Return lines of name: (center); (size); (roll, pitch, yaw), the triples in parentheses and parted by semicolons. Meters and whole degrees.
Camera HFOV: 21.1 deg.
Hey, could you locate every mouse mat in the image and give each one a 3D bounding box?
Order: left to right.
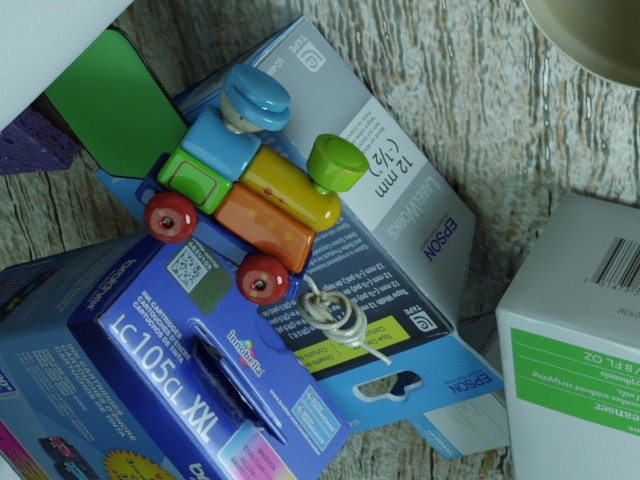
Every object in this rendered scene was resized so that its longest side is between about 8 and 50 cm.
mouse mat: (-0.172, -0.112, 1.423); (0.153, 0.007, 0.189); (7, 143, 38)

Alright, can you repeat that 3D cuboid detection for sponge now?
sponge: (-0.354, -0.108, 1.742); (0.210, 0.031, 0.117); (-2, 149, 41)

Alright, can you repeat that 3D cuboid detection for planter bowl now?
planter bowl: (0.221, -0.193, 1.121); (0.162, 0.109, 0.162); (22, 142, 19)

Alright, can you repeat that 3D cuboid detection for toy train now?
toy train: (-0.008, -0.021, 1.352); (0.248, 0.105, 0.143); (34, 118, -5)

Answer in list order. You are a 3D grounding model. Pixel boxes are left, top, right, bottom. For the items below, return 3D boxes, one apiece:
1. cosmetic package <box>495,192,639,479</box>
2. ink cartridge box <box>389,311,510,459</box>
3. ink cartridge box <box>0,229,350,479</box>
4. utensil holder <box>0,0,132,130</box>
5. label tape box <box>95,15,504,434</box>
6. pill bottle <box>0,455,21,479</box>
cosmetic package: (0.272, 0.155, 1.435); (0.197, 0.155, 0.365); (14, 138, 26)
ink cartridge box: (0.152, 0.129, 1.560); (0.090, 0.092, 0.143); (48, 144, -17)
ink cartridge box: (-0.161, 0.137, 1.596); (0.395, 0.151, 0.270); (-14, 119, 48)
utensil holder: (-0.267, -0.257, 1.224); (0.328, 0.385, 0.327); (22, 142, 18)
label tape box: (0.000, 0.000, 1.520); (0.347, 0.115, 0.249); (47, 143, -14)
pill bottle: (-0.433, 0.225, 2.085); (0.323, 0.181, 0.181); (29, 144, 11)
